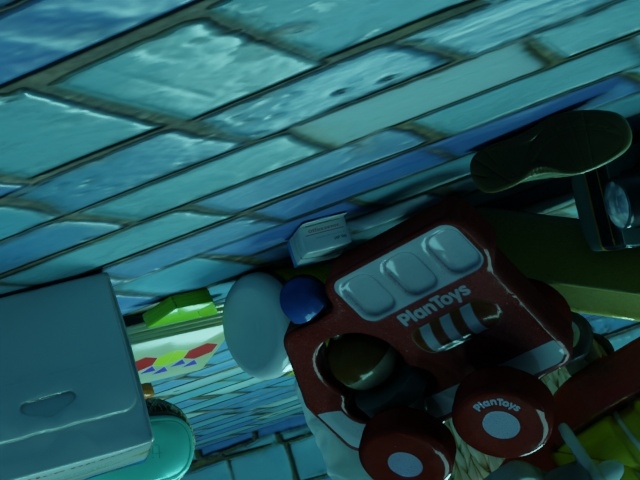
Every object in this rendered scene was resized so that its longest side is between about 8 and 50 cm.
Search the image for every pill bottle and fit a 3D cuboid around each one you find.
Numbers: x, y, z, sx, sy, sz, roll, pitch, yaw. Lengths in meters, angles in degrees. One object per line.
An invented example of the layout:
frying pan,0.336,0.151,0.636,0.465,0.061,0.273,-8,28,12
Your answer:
pill bottle,0.006,0.081,1.868,0.215,0.117,0.117,-8,167,-41

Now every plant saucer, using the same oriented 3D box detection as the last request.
plant saucer,0.298,0.031,1.885,0.333,0.081,0.333,8,174,18

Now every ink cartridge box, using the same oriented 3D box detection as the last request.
ink cartridge box,-0.264,0.148,1.632,0.171,0.168,0.233,-15,170,-12
ink cartridge box,0.000,0.000,1.660,0.048,0.028,0.083,-15,170,-14

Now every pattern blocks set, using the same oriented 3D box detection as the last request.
pattern blocks set,-0.195,0.126,1.929,0.325,0.026,0.285,-7,155,-38

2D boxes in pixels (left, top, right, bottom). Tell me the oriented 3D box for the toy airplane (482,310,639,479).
toy airplane,0.280,0.302,1.897,0.386,0.272,0.384,-30,145,-39

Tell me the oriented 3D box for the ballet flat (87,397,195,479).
ballet flat,-0.385,0.279,2.141,0.483,0.164,0.182,-4,-175,-43

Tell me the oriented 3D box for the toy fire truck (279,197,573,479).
toy fire truck,0.095,0.098,1.707,0.302,0.254,0.169,-27,-153,35

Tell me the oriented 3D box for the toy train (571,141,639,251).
toy train,0.409,-0.071,1.682,0.334,0.142,0.190,-15,-177,-19

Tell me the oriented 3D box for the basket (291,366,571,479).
basket,0.149,0.201,2.214,0.266,0.331,0.328,-19,172,-21

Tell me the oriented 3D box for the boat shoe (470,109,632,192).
boat shoe,0.206,-0.080,1.493,0.153,0.056,0.048,-21,179,33
